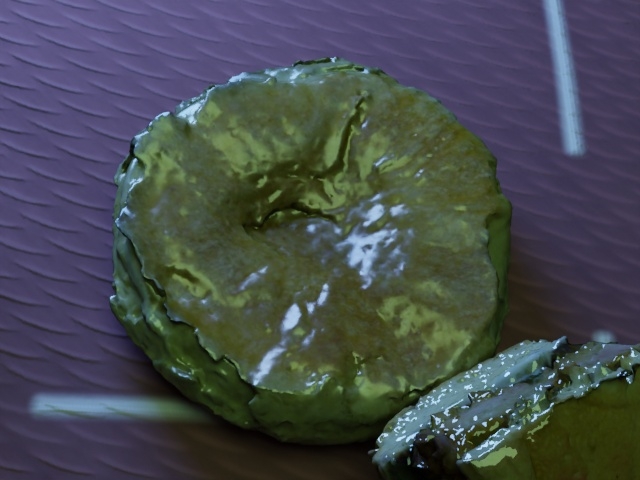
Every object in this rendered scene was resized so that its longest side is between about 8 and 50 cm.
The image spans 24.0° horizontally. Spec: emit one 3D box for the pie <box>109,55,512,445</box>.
[{"bbox_3d":[0.000,0.000,1.148,0.339,0.083,0.339,7,58,-12],"label":"pie"}]

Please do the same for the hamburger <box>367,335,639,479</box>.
[{"bbox_3d":[0.182,0.150,1.043,0.282,0.155,0.245,29,80,-28],"label":"hamburger"}]
